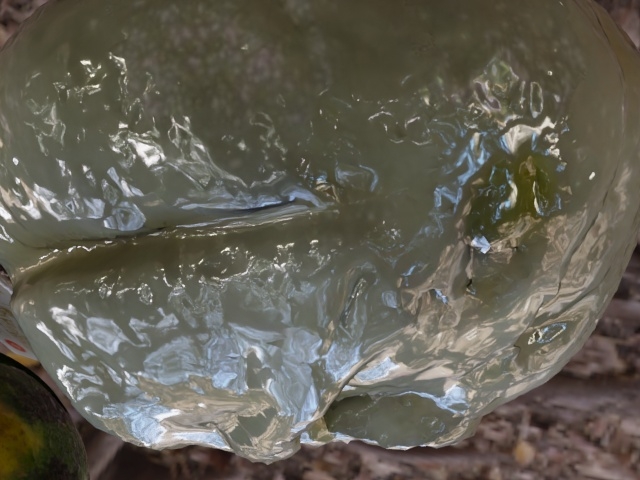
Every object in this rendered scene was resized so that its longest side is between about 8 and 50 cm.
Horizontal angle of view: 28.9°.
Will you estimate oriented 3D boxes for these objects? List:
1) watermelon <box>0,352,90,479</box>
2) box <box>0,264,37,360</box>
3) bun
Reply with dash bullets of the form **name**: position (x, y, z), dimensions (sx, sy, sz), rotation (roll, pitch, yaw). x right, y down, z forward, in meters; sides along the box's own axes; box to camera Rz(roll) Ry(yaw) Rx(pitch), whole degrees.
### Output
- **watermelon**: position (-0.279, 0.186, 0.802), dimensions (0.269, 0.269, 0.269), rotation (12, 145, 9)
- **box**: position (-0.243, 0.035, 0.994), dimensions (0.141, 0.058, 0.201), rotation (11, 152, 36)
- **bun**: position (0.000, 0.000, 0.644), dimensions (0.365, 0.219, 0.365), rotation (-6, 158, -2)
